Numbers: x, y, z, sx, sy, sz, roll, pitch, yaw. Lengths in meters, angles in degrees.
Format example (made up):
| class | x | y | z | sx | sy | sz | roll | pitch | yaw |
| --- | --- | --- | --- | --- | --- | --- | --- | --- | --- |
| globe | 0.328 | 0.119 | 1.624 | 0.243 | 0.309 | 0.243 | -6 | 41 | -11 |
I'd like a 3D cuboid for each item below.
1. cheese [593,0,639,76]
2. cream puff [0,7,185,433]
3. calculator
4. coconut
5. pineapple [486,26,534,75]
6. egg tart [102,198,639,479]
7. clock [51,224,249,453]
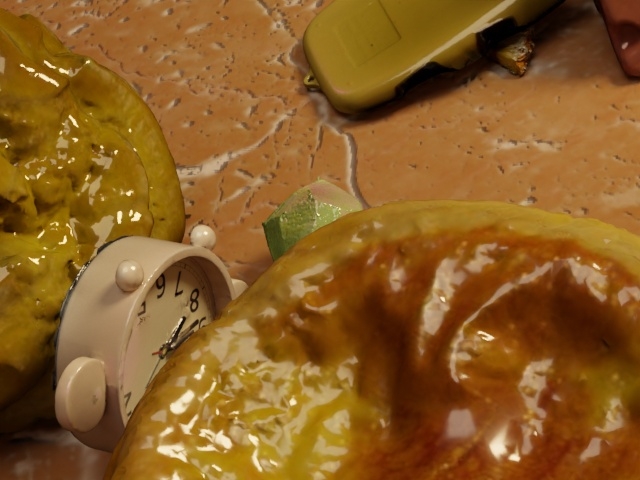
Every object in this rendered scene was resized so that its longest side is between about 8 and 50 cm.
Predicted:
| class | x | y | z | sx | sy | sz | roll | pitch | yaw |
| --- | --- | --- | --- | --- | --- | --- | --- | --- | --- |
| cheese | 0.263 | -0.256 | 1.400 | 0.128 | 0.203 | 0.177 | -20 | 15 | 8 |
| cream puff | -0.274 | -0.030 | 1.298 | 0.324 | 0.257 | 0.291 | -43 | 45 | -19 |
| calculator | 0.087 | -0.189 | 1.438 | 0.236 | 0.033 | 0.157 | -31 | 44 | 5 |
| coconut | 0.000 | 0.000 | 1.288 | 0.083 | 0.081 | 0.082 | -24 | 9 | 19 |
| pineapple | 0.147 | -0.165 | 1.418 | 0.045 | 0.019 | 0.083 | -40 | 45 | -12 |
| egg tart | 0.081 | 0.178 | 1.028 | 0.443 | 0.178 | 0.443 | -10 | 49 | 11 |
| clock | -0.121 | 0.072 | 1.211 | 0.063 | 0.156 | 0.229 | 8 | 20 | 26 |
